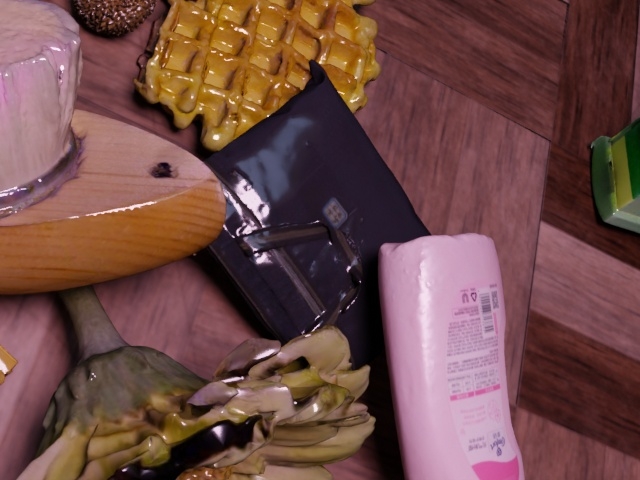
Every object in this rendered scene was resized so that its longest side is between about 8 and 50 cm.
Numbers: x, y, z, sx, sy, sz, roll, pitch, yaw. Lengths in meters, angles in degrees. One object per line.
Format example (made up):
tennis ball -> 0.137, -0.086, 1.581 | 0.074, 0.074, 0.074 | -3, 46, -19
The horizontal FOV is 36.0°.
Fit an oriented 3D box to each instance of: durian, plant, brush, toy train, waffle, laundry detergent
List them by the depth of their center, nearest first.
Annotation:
plant -> -0.104, 0.120, 0.658 | 0.306, 0.261, 0.297 | 10, 65, -39
brush -> -0.199, -0.069, 0.703 | 0.266, 0.166, 0.174 | 4, 39, -1
laundry detergent -> 0.118, 0.164, 0.828 | 0.159, 0.088, 0.335 | -2, 84, -54
durian -> -0.182, -0.224, 0.887 | 0.080, 0.091, 0.080 | 4, 84, -40
waffle -> -0.066, -0.212, 0.961 | 0.309, 0.065, 0.283 | -28, 86, -37
toy train -> 0.463, -0.068, 1.096 | 0.301, 0.202, 0.120 | 16, 59, -21

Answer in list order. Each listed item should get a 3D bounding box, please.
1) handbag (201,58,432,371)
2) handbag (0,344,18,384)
handbag -> 0.000, 0.000, 0.868 | 0.211, 0.088, 0.254 | -46, 110, -30
handbag -> -0.273, 0.102, 0.723 | 0.061, 0.027, 0.083 | 42, 56, -5
